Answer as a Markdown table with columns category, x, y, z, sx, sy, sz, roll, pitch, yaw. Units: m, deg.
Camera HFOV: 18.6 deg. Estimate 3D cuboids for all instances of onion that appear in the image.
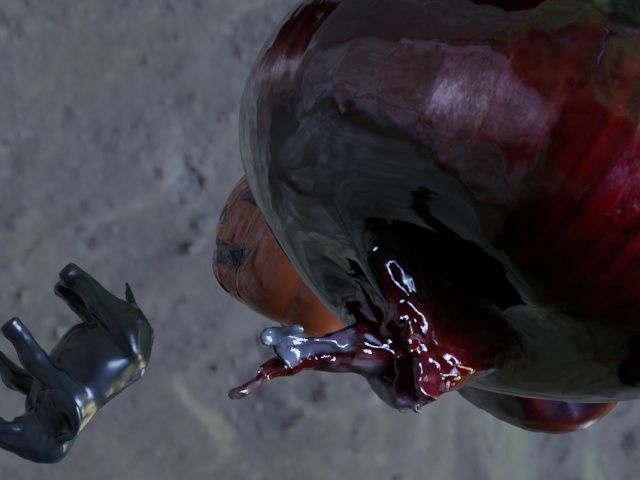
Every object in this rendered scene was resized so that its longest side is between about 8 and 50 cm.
| category | x | y | z | sx | sy | sz | roll | pitch | yaw |
| --- | --- | --- | --- | --- | --- | --- | --- | --- | --- |
| onion | 0.076 | -0.004 | 0.908 | 0.273 | 0.285 | 0.273 | 27 | 158 | 12 |

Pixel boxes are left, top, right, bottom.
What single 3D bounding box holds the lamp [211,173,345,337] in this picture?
| category | x | y | z | sx | sy | sz | roll | pitch | yaw |
| --- | --- | --- | --- | --- | --- | --- | --- | --- | --- |
| lamp | 0.000 | 0.000 | 1.743 | 0.188 | 0.188 | 0.163 | 20 | 96 | -38 |

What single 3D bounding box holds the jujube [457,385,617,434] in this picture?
| category | x | y | z | sx | sy | sz | roll | pitch | yaw |
| --- | --- | --- | --- | --- | --- | --- | --- | --- | --- |
| jujube | 0.202 | 0.062 | 1.973 | 0.223 | 0.318 | 0.223 | -7 | 119 | -13 |

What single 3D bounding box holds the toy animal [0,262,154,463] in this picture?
| category | x | y | z | sx | sy | sz | roll | pitch | yaw |
| --- | --- | --- | --- | --- | --- | --- | --- | --- | --- |
| toy animal | -0.282 | 0.138 | 2.085 | 0.245 | 0.146 | 0.114 | -45 | 176 | -9 |
